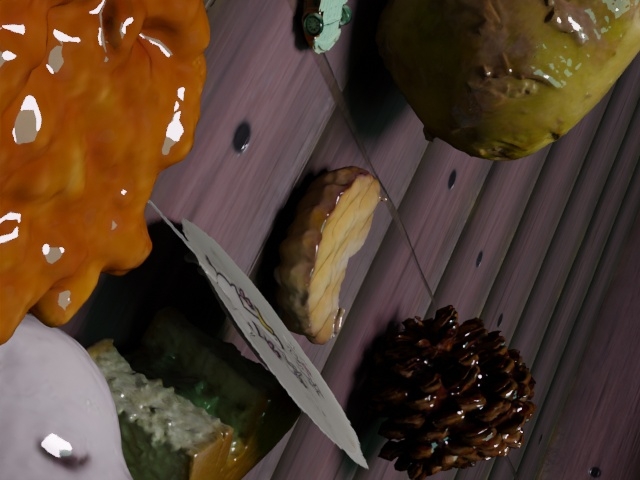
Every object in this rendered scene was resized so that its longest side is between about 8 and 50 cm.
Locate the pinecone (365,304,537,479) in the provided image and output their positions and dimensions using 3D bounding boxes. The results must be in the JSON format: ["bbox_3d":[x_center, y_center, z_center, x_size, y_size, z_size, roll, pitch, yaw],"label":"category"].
[{"bbox_3d":[0.156,0.183,1.281,0.221,0.221,0.221,-43,142,-47],"label":"pinecone"}]

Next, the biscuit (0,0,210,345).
[{"bbox_3d":[-0.157,-0.078,0.404,0.318,0.111,0.312,-41,145,-50],"label":"biscuit"}]

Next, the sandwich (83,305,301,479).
[{"bbox_3d":[-0.099,0.131,0.810,0.236,0.122,0.128,-30,146,-59],"label":"sandwich"}]

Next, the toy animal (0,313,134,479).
[{"bbox_3d":[-0.210,0.156,0.530,0.271,0.206,0.265,107,5,-73],"label":"toy animal"}]

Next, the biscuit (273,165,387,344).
[{"bbox_3d":[0.000,0.000,1.004,0.183,0.061,0.118,-67,153,-17],"label":"biscuit"}]

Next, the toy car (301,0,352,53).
[{"bbox_3d":[0.007,-0.224,0.903,0.059,0.035,0.122,-35,145,-53],"label":"toy car"}]

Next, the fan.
[{"bbox_3d":[-0.081,0.025,0.761,0.012,0.233,0.414,-37,128,1],"label":"fan"}]

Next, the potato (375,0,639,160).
[{"bbox_3d":[0.186,-0.208,0.988,0.196,0.246,0.299,-61,176,-42],"label":"potato"}]
